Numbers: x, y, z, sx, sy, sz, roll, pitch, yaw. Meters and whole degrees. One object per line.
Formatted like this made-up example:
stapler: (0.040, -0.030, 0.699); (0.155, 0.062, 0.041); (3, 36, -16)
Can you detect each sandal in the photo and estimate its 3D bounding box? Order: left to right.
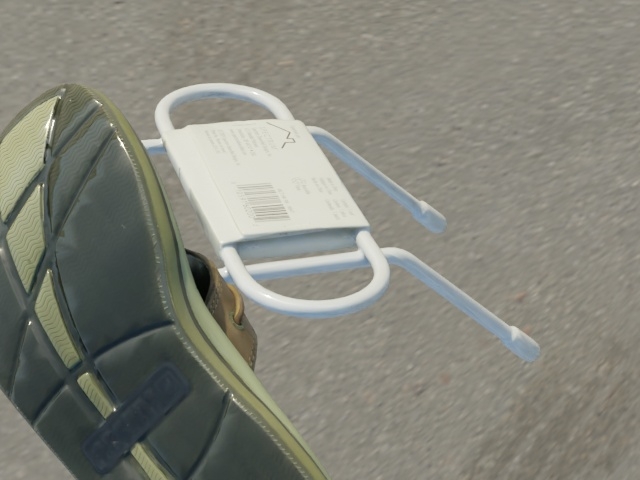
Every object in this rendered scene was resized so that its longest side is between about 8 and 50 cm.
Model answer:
sandal: (-0.076, 0.064, 0.782); (0.120, 0.086, 0.303); (-36, 72, 17)

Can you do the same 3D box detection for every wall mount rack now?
wall mount rack: (0.000, 0.000, 1.294); (0.304, 0.350, 0.131); (-5, 123, -17)
